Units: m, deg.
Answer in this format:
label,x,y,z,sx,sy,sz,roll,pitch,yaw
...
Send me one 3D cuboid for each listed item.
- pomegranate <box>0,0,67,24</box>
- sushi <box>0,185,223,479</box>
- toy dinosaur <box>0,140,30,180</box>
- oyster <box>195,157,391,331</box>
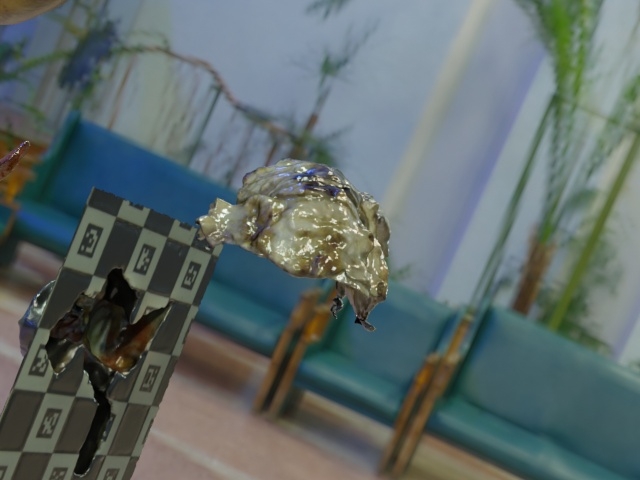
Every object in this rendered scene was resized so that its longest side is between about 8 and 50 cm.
label,x,y,z,sx,sy,sz,roll,pitch,yaw
pomegranate,-0.484,-0.478,2.270,0.307,0.307,0.307,23,6,-3
sushi,-0.252,0.129,1.536,0.064,0.359,0.343,20,-2,20
toy dinosaur,-0.563,-0.009,1.822,0.208,0.432,0.097,37,22,-5
oyster,0.007,0.003,1.452,0.198,0.133,0.337,40,7,13
